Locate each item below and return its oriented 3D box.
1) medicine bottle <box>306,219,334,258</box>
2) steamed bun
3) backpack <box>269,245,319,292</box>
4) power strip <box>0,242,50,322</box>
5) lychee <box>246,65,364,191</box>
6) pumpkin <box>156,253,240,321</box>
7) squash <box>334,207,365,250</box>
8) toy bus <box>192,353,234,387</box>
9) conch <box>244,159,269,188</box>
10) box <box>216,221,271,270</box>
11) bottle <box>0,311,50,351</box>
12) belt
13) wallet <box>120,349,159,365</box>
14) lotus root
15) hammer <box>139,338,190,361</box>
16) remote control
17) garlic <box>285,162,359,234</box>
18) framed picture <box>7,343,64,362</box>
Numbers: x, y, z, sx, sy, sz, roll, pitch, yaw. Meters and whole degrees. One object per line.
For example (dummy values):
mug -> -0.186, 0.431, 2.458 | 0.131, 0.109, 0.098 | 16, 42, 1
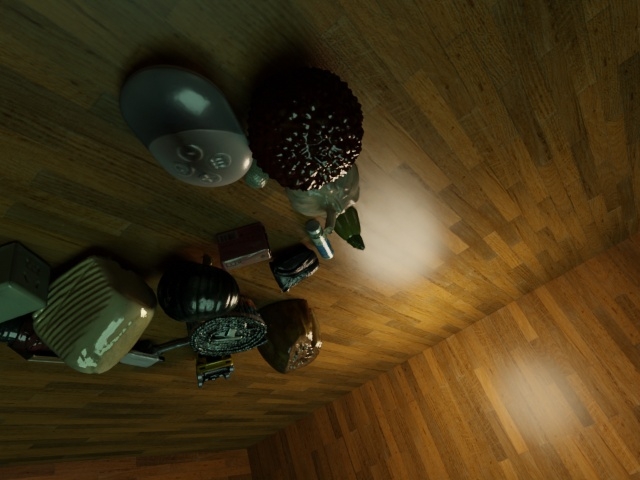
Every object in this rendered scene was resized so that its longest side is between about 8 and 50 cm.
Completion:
medicine bottle -> 0.000, 0.000, 1.431 | 0.051, 0.051, 0.191 | -24, 146, 4
steamed bun -> -0.605, 0.215, 1.219 | 0.290, 0.273, 0.272 | -48, 156, 6
backpack -> -0.090, 0.089, 1.460 | 0.165, 0.106, 0.120 | -28, 126, -19
power strip -> -0.838, 0.123, 1.079 | 0.225, 0.140, 0.139 | -19, 146, -1
lychee -> -0.035, -0.238, 0.924 | 0.265, 0.300, 0.264 | -3, 98, -21
pumpkin -> -0.369, 0.147, 1.299 | 0.250, 0.216, 0.250 | 14, 175, 1
squash -> 0.097, -0.025, 1.376 | 0.105, 0.132, 0.105 | -16, 147, -11
toy bus -> -0.446, 0.500, 1.738 | 0.145, 0.151, 0.331 | -9, 159, -20
conch -> -0.164, -0.173, 1.107 | 0.076, 0.056, 0.085 | -32, 147, -6
box -> -0.232, 0.018, 1.282 | 0.156, 0.111, 0.060 | -15, 146, -5
bottle -> -0.835, 0.263, 1.278 | 0.156, 0.143, 0.271 | 4, 167, 39
belt -> -0.347, 0.303, 1.575 | 0.295, 0.160, 0.206 | -2, 124, -28
wallet -> -0.710, 0.461, 1.656 | 0.124, 0.031, 0.183 | 23, 144, -26
lotus root -> -0.110, 0.397, 1.784 | 0.316, 0.250, 0.316 | -19, 139, -17
hammer -> -0.499, 0.398, 1.720 | 0.427, 0.044, 0.152 | -16, 146, -9
remote control -> -0.278, -0.230, 0.912 | 0.221, 0.103, 0.332 | -10, 146, 10
garlic -> 0.019, -0.115, 1.145 | 0.219, 0.212, 0.218 | -11, 149, -7
framed picture -> -0.848, 0.363, 1.369 | 0.296, 0.019, 0.232 | -2, 163, 44
